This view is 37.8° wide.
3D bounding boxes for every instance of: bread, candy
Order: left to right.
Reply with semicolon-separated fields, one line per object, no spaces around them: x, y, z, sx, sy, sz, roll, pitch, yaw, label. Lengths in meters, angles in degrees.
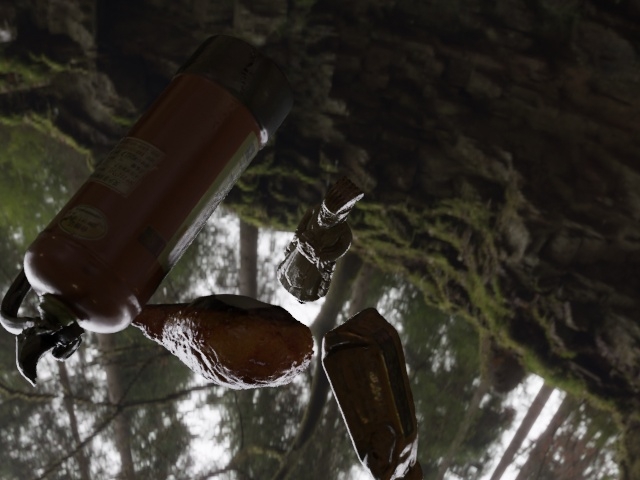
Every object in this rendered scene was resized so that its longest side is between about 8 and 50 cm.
-0.101;0.105;0.975;0.139;0.269;0.095;16;-102;-32;bread
0.081;0.236;1.315;0.143;0.101;0.271;-16;-92;-62;candy

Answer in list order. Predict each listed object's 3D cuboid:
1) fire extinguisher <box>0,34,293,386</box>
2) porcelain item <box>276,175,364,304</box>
-0.180;-0.018;0.891;0.113;0.200;0.376;38;-115;-10;fire extinguisher
0.000;0.000;1.194;0.084;0.213;0.054;42;-126;11;porcelain item
